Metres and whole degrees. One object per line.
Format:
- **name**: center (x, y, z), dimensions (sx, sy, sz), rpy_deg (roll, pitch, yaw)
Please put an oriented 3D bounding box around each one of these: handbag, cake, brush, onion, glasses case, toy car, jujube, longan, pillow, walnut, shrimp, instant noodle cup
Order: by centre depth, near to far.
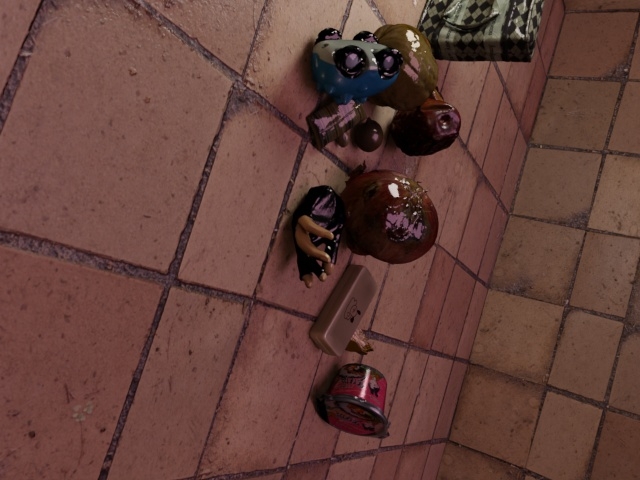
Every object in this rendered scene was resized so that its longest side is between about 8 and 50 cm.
- **toy car**: center (0.092, -0.472, 1.552), dimensions (0.255, 0.188, 0.190), rpy_deg (-9, 130, -27)
- **pillow**: center (0.052, -0.362, 1.645), dimensions (0.203, 0.038, 0.113), rpy_deg (-39, 126, -22)
- **brush**: center (0.052, -0.425, 1.676), dimensions (0.039, 0.042, 0.299), rpy_deg (-25, 120, -31)
- **walnut**: center (0.239, -0.538, 1.749), dimensions (0.282, 0.227, 0.283), rpy_deg (-20, 139, -18)
- **onion**: center (0.213, -0.090, 1.790), dimensions (0.353, 0.353, 0.354), rpy_deg (-27, 124, -51)
- **longan**: center (0.159, -0.344, 1.813), dimensions (0.113, 0.092, 0.113), rpy_deg (-25, 120, -53)
- **glasses case**: center (0.085, 0.236, 1.915), dimensions (0.313, 0.070, 0.131), rpy_deg (-57, 131, -28)
- **jujube**: center (0.364, -0.393, 1.917), dimensions (0.342, 0.216, 0.216), rpy_deg (-130, -131, -80)
- **instant noodle cup**: center (0.133, 0.558, 1.994), dimensions (0.302, 0.258, 0.182), rpy_deg (44, 45, -24)
- **handbag**: center (0.574, -0.813, 2.008), dimensions (0.180, 0.416, 0.317), rpy_deg (34, 69, -61)
- **cake**: center (0.125, 0.351, 2.009), dimensions (0.079, 0.116, 0.185), rpy_deg (-40, 138, -42)
- **shrimp**: center (0.407, -0.588, 2.106), dimensions (0.222, 0.054, 0.290), rpy_deg (56, 19, -13)

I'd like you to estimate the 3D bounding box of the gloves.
- **gloves**: center (-0.005, -0.004, 1.619), dimensions (0.197, 0.152, 0.301), rpy_deg (45, 38, -47)
